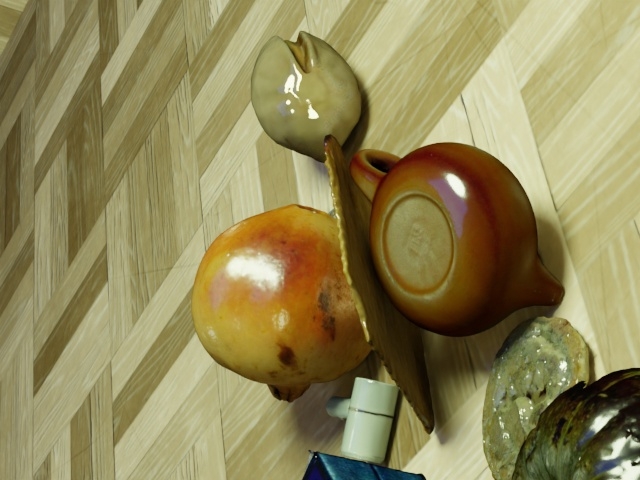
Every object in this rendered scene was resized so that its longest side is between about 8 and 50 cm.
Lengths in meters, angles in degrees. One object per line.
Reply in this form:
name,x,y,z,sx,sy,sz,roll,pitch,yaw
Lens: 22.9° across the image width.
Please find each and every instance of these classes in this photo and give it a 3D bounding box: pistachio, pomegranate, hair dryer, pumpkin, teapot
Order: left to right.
pomegranate,-0.040,0.060,1.690,0.209,0.209,0.209,-42,40,49
pistachio,-0.022,-0.177,1.891,0.223,0.126,0.152,-114,10,-55
hair dryer,0.034,0.185,1.656,0.137,0.047,0.082,177,107,-70
teapot,0.122,-0.013,1.467,0.252,0.135,0.178,44,122,38
pumpkin,0.220,0.203,1.119,0.238,0.159,0.238,-31,53,54

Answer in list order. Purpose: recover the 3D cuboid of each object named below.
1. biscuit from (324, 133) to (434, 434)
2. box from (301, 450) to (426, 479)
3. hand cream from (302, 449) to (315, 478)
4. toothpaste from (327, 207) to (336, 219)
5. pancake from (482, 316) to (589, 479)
biscuit,0.059,0.043,1.521,0.013,0.232,0.237,-19,48,13
box,0.023,0.355,1.239,0.279,0.116,0.261,-68,25,16
hand cream,0.029,0.271,1.611,0.257,0.050,0.084,178,108,-71
toothpaste,0.000,0.000,1.846,0.233,0.038,0.060,-38,39,56
pancake,0.186,0.140,1.384,0.158,0.028,0.158,-48,32,45
